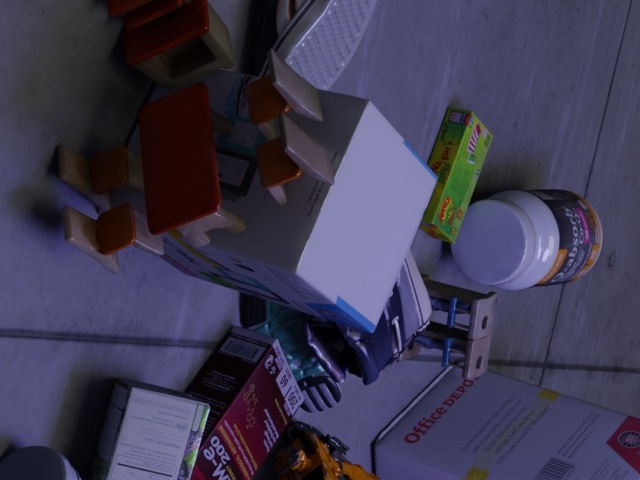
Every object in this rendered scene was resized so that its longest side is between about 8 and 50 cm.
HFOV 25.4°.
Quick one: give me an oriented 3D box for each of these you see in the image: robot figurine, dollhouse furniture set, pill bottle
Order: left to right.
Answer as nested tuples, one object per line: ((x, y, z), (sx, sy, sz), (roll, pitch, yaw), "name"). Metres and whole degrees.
((-0.146, -0.128, 1.419), (0.135, 0.262, 0.259), (39, 35, -54), "dollhouse furniture set")
((0.041, 0.371, 1.935), (0.085, 0.211, 0.291), (-39, 124, 12), "robot figurine")
((0.154, 0.139, 2.078), (0.183, 0.129, 0.129), (-14, 114, -56), "dollhouse furniture set")
((0.329, -0.002, 2.267), (0.278, 0.162, 0.162), (-5, 106, -57), "pill bottle")

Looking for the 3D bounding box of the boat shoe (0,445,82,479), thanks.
((-0.330, 0.401, 1.440), (0.156, 0.135, 0.367), (62, 41, -51), "boat shoe")

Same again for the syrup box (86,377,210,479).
((-0.206, 0.280, 1.567), (0.096, 0.093, 0.237), (15, 86, -19), "syrup box")

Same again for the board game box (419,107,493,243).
((0.198, -0.097, 2.135), (0.092, 0.043, 0.181), (36, 71, -56), "board game box")

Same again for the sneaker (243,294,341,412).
((-0.040, 0.119, 1.846), (0.098, 0.083, 0.224), (-92, 162, -57), "sneaker")

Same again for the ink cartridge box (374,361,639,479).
((0.313, 0.362, 2.177), (0.279, 0.384, 0.160), (-36, 134, -46), "ink cartridge box")

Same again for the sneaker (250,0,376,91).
((-0.009, -0.295, 1.677), (0.126, 0.127, 0.321), (-2, 128, -54), "sneaker")

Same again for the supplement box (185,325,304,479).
((-0.123, 0.238, 1.738), (0.239, 0.073, 0.130), (-55, 143, -29), "supplement box")

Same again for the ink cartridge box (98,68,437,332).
((-0.055, -0.050, 1.544), (0.198, 0.270, 0.197), (40, 69, -55), "ink cartridge box")

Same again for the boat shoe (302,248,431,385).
((0.027, 0.021, 1.745), (0.158, 0.127, 0.341), (-49, 123, -40), "boat shoe")
